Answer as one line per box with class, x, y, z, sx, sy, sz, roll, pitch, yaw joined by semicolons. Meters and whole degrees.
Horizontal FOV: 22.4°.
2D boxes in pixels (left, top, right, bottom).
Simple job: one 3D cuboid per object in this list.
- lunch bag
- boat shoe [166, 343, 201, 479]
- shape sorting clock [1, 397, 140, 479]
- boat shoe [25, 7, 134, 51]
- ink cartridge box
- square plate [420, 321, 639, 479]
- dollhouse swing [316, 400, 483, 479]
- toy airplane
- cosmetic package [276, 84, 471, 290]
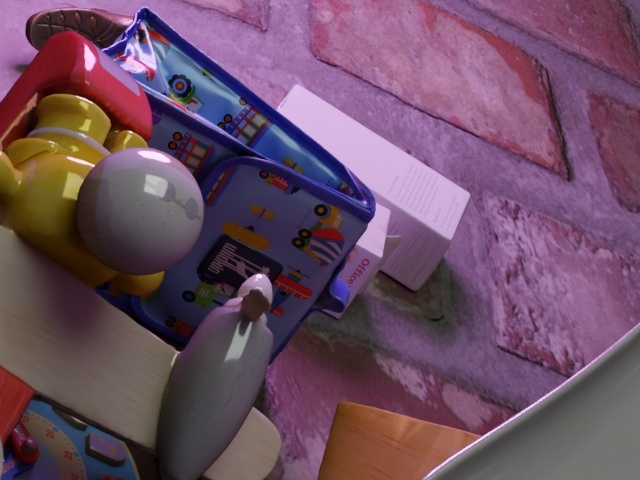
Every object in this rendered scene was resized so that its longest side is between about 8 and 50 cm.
lunch bag;-0.101;-0.022;1.419;0.293;0.221;0.138;32;32;-3
boat shoe;-0.108;0.154;1.337;0.048;0.056;0.153;18;35;-41
shape sorting clock;-0.225;0.166;1.223;0.206;0.040;0.206;23;33;-17
boat shoe;-0.242;-0.215;1.713;0.178;0.064;0.060;-2;16;-46
ink cartridge box;0.000;0.000;1.604;0.143;0.092;0.090;28;32;-9
square plate;0.236;0.248;1.126;0.347;0.049;0.344;-28;93;-41
dollhouse swing;0.142;0.349;1.223;0.347;0.305;0.315;33;-13;-26
toy airplane;-0.198;0.029;1.115;0.386;0.272;0.384;-15;82;-56
cosmetic package;0.038;-0.057;1.726;0.231;0.085;0.117;32;31;0
